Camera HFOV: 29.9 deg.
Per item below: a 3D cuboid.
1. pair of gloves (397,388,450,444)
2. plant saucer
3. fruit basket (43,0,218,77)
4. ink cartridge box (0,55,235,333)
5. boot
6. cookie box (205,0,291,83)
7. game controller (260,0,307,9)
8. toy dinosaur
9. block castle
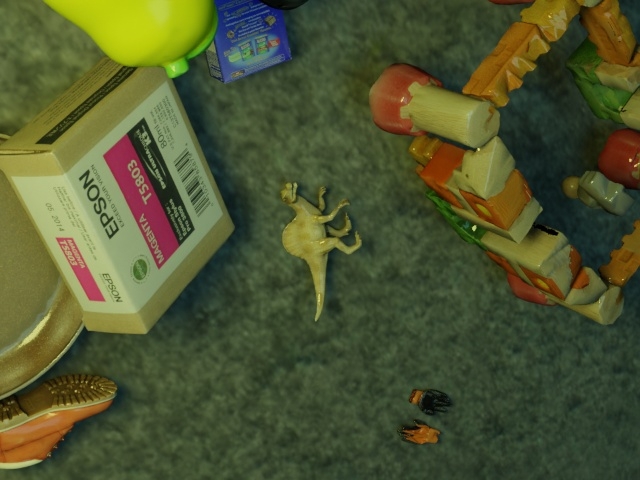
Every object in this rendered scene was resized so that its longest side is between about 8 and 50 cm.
[{"bbox_3d":[0.147,0.250,1.696,0.074,0.010,0.083,14,98,-34],"label":"pair of gloves"},{"bbox_3d":[-0.382,0.031,1.248,0.311,0.050,0.310,-12,114,-29],"label":"plant saucer"},{"bbox_3d":[-0.198,-0.334,1.019,0.392,0.392,0.283,31,90,-37],"label":"fruit basket"},{"bbox_3d":[-0.206,-0.049,1.257,0.193,0.088,0.234,-54,134,-41],"label":"ink cartridge box"},{"bbox_3d":[-0.306,0.207,1.366,0.158,0.059,0.084,-16,120,-17],"label":"boot"},{"bbox_3d":[-0.087,-0.242,1.330,0.092,0.040,0.107,-24,121,-25],"label":"cookie box"},{"bbox_3d":[-0.011,-0.411,1.284,0.166,0.067,0.319,34,79,-22],"label":"game controller"},{"bbox_3d":[0.000,0.000,1.488,0.093,0.053,0.183,-19,111,-8],"label":"toy dinosaur"},{"bbox_3d":[0.279,-0.126,1.511,0.303,0.213,0.453,-51,129,-10],"label":"block castle"}]
